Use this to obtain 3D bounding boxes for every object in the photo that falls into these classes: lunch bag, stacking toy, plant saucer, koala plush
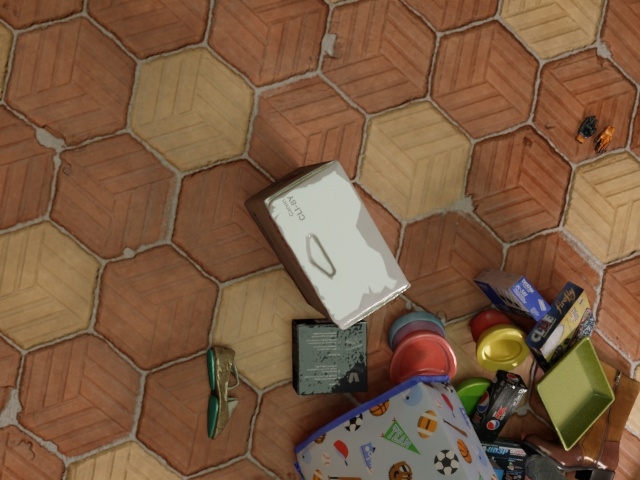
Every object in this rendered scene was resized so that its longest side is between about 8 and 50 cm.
[{"bbox_3d":[0.151,0.502,1.645,0.386,0.239,0.327,-34,65,20],"label":"lunch bag"},{"bbox_3d":[0.295,0.281,1.811,0.309,0.130,0.279,1,119,-8],"label":"stacking toy"},{"bbox_3d":[0.555,0.335,1.757,0.188,0.045,0.188,-37,111,-25],"label":"plant saucer"},{"bbox_3d":[0.475,0.624,1.740,0.203,0.221,0.196,40,61,19],"label":"koala plush"}]

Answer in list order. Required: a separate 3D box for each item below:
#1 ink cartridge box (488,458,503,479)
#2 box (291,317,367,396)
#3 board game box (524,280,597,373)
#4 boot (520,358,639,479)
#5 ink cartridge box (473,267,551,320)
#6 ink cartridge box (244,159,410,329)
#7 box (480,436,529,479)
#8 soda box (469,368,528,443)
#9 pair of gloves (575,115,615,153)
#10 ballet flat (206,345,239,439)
[{"bbox_3d":[0.305,0.583,1.760,0.148,0.086,0.203,13,91,-10],"label":"ink cartridge box"},{"bbox_3d":[0.018,0.253,1.739,0.156,0.093,0.158,-1,92,-10],"label":"box"},{"bbox_3d":[0.546,0.210,1.776,0.165,0.042,0.243,-51,144,-7],"label":"board game box"},{"bbox_3d":[0.611,0.406,1.832,0.264,0.096,0.280,24,78,-10],"label":"boot"},{"bbox_3d":[0.420,0.116,1.745,0.046,0.207,0.097,-43,99,-6],"label":"ink cartridge box"},{"bbox_3d":[0.000,0.000,1.573,0.160,0.385,0.279,-32,98,-7],"label":"ink cartridge box"},{"bbox_3d":[0.367,0.541,1.838,0.220,0.051,0.175,10,91,-10],"label":"box"},{"bbox_3d":[0.393,0.373,1.769,0.060,0.053,0.168,17,115,-16],"label":"soda box"},{"bbox_3d":[0.650,-0.250,1.868,0.083,0.010,0.074,29,89,-8],"label":"pair of gloves"},{"bbox_3d":[-0.210,0.331,1.717,0.067,0.073,0.206,-1,97,-25],"label":"ballet flat"}]
